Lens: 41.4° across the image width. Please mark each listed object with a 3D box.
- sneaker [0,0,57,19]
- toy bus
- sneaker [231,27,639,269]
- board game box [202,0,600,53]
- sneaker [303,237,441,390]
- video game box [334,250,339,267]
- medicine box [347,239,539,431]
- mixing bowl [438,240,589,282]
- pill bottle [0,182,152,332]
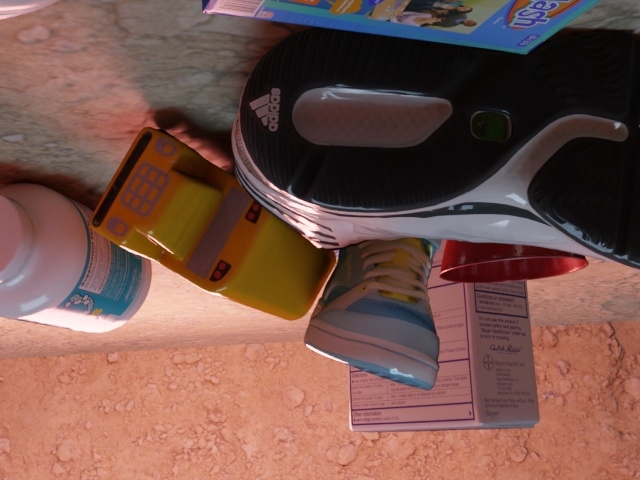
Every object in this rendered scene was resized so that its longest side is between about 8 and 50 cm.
[{"bbox_3d":[-0.157,-0.150,0.274,0.111,0.103,0.252,-8,168,31],"label":"sneaker"},{"bbox_3d":[-0.092,-0.002,0.852,0.130,0.108,0.332,30,178,17],"label":"toy bus"},{"bbox_3d":[0.141,-0.065,0.715,0.447,0.169,0.257,8,175,-12],"label":"sneaker"},{"bbox_3d":[0.060,-0.157,0.428,0.210,0.047,0.160,2,166,-22],"label":"board game box"},{"bbox_3d":[0.070,0.023,0.853,0.127,0.208,0.319,20,-179,-9],"label":"sneaker"},{"bbox_3d":[0.000,0.000,1.164,0.187,0.048,0.205,1,168,-5],"label":"video game box"},{"bbox_3d":[0.181,0.149,1.322,0.149,0.289,0.263,10,162,-41],"label":"medicine box"},{"bbox_3d":[0.235,-0.008,1.055,0.181,0.098,0.181,-3,167,-1],"label":"mixing bowl"},{"bbox_3d":[-0.303,0.021,0.945,0.146,0.146,0.264,-6,168,12],"label":"pill bottle"}]
